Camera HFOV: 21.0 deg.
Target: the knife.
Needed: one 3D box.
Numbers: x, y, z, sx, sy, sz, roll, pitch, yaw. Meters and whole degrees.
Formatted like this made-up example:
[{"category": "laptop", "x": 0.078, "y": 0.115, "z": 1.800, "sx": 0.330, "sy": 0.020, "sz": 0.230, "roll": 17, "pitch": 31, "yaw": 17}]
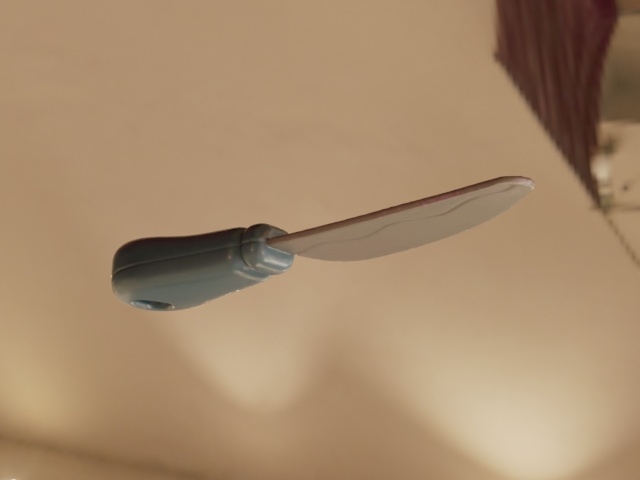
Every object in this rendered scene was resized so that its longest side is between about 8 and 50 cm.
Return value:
[{"category": "knife", "x": 0.001, "y": 0.001, "z": 0.799, "sx": 0.244, "sy": 0.058, "sz": 0.032, "roll": -12, "pitch": -116, "yaw": 35}]
